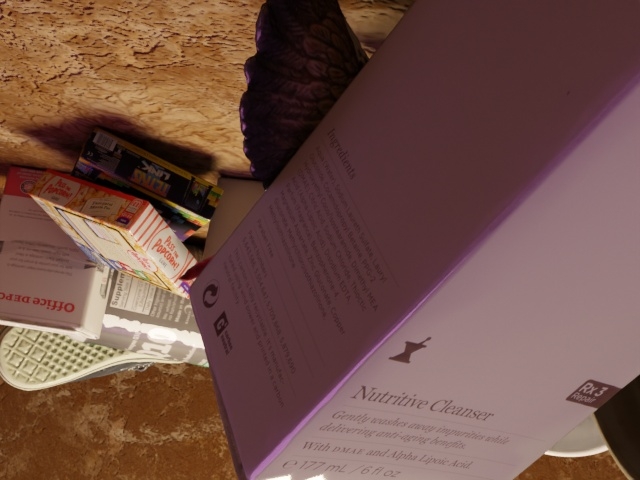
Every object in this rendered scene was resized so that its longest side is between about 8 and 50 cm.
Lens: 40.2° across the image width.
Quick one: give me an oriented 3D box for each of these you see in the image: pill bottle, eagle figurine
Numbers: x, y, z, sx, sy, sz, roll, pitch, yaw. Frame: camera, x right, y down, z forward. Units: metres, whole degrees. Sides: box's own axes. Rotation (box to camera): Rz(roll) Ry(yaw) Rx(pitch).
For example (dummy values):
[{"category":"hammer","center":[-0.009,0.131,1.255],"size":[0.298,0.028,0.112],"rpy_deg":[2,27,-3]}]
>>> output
[{"category":"pill bottle","center":[-0.314,0.085,1.480],"size":[0.361,0.204,0.204],"rpy_deg":[15,164,-21]},{"category":"eagle figurine","center":[0.043,-0.093,0.620],"size":[0.225,0.226,0.298],"rpy_deg":[33,166,-9]}]

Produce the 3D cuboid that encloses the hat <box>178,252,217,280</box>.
[{"category":"hat","center":[0.000,0.000,0.963],"size":[0.208,0.183,0.173],"rpy_deg":[9,164,27]}]

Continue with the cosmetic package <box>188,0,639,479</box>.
[{"category":"cosmetic package","center":[0.122,-0.023,0.498],"size":[0.217,0.156,0.385],"rpy_deg":[16,126,-37]}]

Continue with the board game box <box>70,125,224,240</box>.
[{"category":"board game box","center":[-0.222,-0.066,1.089],"size":[0.170,0.048,0.141],"rpy_deg":[26,160,-15]}]

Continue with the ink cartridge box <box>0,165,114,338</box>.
[{"category":"ink cartridge box","center":[-0.375,0.020,1.236],"size":[0.158,0.218,0.092],"rpy_deg":[8,166,5]}]

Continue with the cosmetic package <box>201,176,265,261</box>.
[{"category":"cosmetic package","center":[0.012,0.013,1.143],"size":[0.296,0.129,0.153],"rpy_deg":[7,165,12]}]

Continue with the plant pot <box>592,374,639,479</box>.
[{"category":"plant pot","center":[0.413,0.060,0.809],"size":[0.280,0.323,0.323],"rpy_deg":[-8,165,-2]}]

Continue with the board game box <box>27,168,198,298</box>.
[{"category":"board game box","center":[-0.252,-0.008,1.083],"size":[0.193,0.045,0.147],"rpy_deg":[18,153,35]}]

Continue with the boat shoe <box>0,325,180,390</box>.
[{"category":"boat shoe","center":[-0.356,0.160,1.651],"size":[0.500,0.187,0.156],"rpy_deg":[-13,180,-23]}]

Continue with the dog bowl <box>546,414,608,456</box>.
[{"category":"dog bowl","center":[0.365,0.189,1.326],"size":[0.265,0.265,0.104],"rpy_deg":[5,-156,18]}]
